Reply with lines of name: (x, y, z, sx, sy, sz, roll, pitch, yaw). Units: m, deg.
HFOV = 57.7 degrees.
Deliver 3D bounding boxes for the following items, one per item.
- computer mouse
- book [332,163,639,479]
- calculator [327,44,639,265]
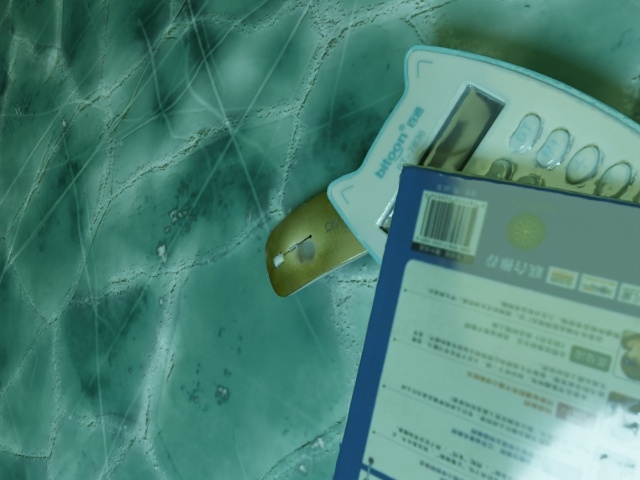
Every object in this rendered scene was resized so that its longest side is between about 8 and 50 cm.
computer mouse: (-0.001, -0.001, 0.744, 0.199, 0.045, 0.102, -29, 62, 28)
book: (0.163, 0.162, 0.527, 0.300, 0.039, 0.427, 16, 96, 32)
calculator: (0.188, -0.026, 0.574, 0.386, 0.054, 0.256, 42, 109, 33)
